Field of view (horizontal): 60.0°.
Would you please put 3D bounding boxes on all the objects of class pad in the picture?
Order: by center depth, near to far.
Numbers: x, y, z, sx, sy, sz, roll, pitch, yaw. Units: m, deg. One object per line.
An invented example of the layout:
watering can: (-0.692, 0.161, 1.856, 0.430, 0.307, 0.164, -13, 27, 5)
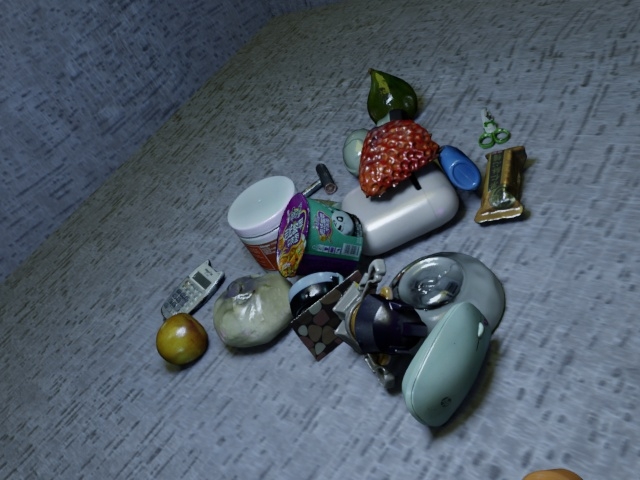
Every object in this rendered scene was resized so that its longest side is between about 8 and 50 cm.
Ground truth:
pad: (0.046, 0.205, 1.499, 0.235, 0.158, 0.003, -37, 28, -6)

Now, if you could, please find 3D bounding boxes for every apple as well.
apple: (-0.441, 0.309, 1.745, 0.147, 0.146, 0.163, -44, 40, -8)

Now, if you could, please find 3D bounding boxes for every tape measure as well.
tape measure: (0.002, 0.165, 1.558, 0.182, 0.181, 0.107, -24, 51, 9)

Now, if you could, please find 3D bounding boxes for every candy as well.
candy: (0.533, -0.163, 1.619, 0.143, 0.101, 0.271, -10, 48, 40)

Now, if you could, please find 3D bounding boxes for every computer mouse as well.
computer mouse: (0.294, 0.278, 1.231, 0.288, 0.159, 0.097, -50, 25, -13)

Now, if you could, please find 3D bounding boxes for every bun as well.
bun: (-0.204, 0.200, 1.683, 0.272, 0.168, 0.273, -16, 34, 11)

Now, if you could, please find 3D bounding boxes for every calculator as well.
calculator: (-0.461, 0.190, 1.978, 0.268, 0.040, 0.177, -44, 38, -14)

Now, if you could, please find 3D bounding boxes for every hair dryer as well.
hair dryer: (-0.044, -0.200, 2.120, 0.194, 0.050, 0.173, -30, 34, 8)

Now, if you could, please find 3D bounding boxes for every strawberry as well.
strawberry: (0.198, -0.270, 1.702, 0.280, 0.150, 0.253, -35, 23, -11)

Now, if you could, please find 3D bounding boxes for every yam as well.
yam: (-0.002, -0.107, 1.957, 0.179, 0.078, 0.078, 10, 54, 39)

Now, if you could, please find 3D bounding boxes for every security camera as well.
security camera: (0.205, -0.331, 1.980, 0.277, 0.197, 0.191, -23, 49, 27)

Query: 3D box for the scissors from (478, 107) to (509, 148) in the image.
scissors: (0.577, -0.388, 1.895, 0.101, 0.027, 0.204, -16, 42, 16)

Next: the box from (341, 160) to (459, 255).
box: (0.239, -0.110, 1.730, 0.349, 0.141, 0.289, -26, 35, 9)

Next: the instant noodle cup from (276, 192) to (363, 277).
instant noodle cup: (0.000, 0.000, 1.624, 0.251, 0.190, 0.251, -169, 90, -67)

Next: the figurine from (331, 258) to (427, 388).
figurine: (0.137, 0.205, 1.349, 0.143, 0.309, 0.308, -23, 33, -19)

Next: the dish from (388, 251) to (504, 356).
dish: (0.296, 0.134, 1.428, 0.324, 0.124, 0.324, -19, 39, 16)

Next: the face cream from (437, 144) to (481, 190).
face cream: (0.421, -0.235, 1.721, 0.083, 0.149, 0.264, -44, 12, 16)

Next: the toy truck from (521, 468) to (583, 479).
toy truck: (0.357, 0.504, 0.873, 0.189, 0.239, 0.265, 9, 54, 42)

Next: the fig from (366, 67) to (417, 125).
fig: (0.258, -0.555, 2.141, 0.195, 0.245, 0.195, -30, 21, 13)

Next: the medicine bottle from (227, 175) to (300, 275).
medicine bottle: (-0.144, -0.047, 1.851, 0.252, 0.241, 0.253, -20, 39, 17)
